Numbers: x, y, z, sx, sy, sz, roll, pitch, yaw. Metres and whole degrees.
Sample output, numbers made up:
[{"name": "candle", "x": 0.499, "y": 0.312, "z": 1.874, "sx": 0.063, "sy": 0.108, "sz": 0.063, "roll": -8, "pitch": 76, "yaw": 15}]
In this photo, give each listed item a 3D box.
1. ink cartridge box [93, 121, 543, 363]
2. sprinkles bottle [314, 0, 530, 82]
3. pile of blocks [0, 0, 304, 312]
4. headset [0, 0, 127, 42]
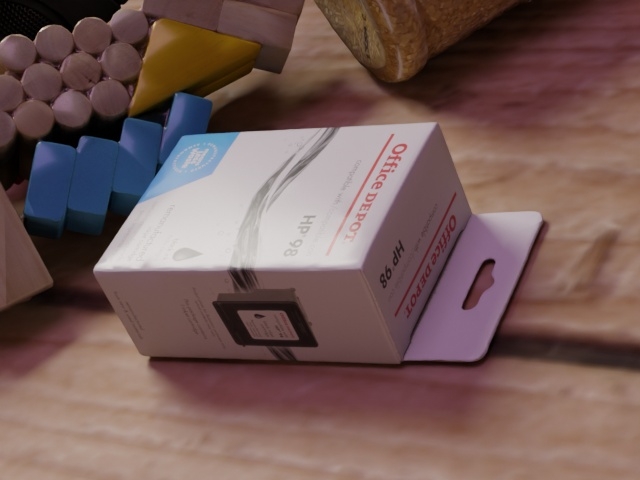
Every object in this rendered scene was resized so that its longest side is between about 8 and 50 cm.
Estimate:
[{"name": "ink cartridge box", "x": 0.000, "y": 0.000, "z": 0.809, "sx": 0.180, "sy": 0.060, "sz": 0.104, "roll": -1, "pitch": 41, "yaw": 30}, {"name": "sprinkles bottle", "x": 0.154, "y": -0.223, "z": 0.954, "sx": 0.355, "sy": 0.121, "sz": 0.121, "roll": -32, "pitch": 36, "yaw": -10}, {"name": "pile of blocks", "x": -0.165, "y": -0.033, "z": 0.939, "sx": 0.362, "sy": 0.149, "sz": 0.112, "roll": -24, "pitch": -9, "yaw": -14}, {"name": "headset", "x": -0.250, "y": -0.165, "z": 1.046, "sx": 0.394, "sy": 0.185, "sz": 0.243, "roll": -49, "pitch": 47, "yaw": 0}]
